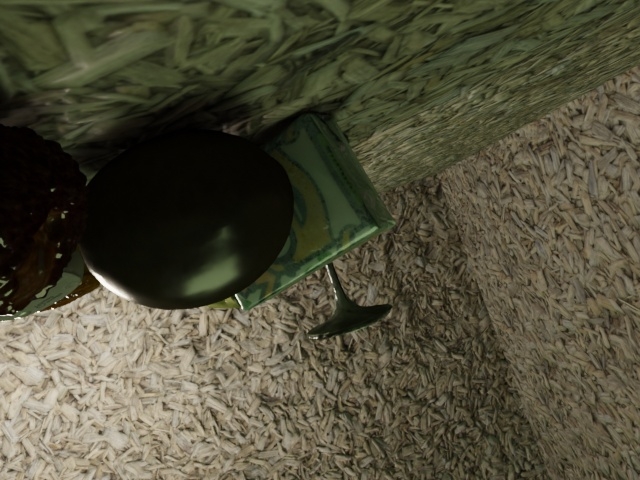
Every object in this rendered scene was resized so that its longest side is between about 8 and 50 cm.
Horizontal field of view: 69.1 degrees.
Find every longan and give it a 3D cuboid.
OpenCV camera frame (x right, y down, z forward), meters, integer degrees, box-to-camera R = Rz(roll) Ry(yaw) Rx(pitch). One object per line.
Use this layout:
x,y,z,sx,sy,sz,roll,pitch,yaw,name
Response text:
-0.183,-0.029,0.659,0.301,0.243,0.300,-6,-176,0,longan

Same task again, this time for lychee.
-0.327,-0.021,0.431,0.188,0.188,0.188,-20,178,-1,lychee

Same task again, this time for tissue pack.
-0.060,-0.046,0.832,0.311,0.227,0.128,-32,173,24,tissue pack

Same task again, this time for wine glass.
0.000,0.000,1.048,0.267,0.405,0.267,-17,179,0,wine glass

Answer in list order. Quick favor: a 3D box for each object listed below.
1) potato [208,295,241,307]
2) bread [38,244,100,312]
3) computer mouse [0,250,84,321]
-0.314,-0.004,1.079,0.280,0.212,0.330,3,148,21,potato
-0.588,0.072,0.970,0.254,0.142,0.227,-18,171,16,bread
-0.514,0.040,0.725,0.184,0.121,0.297,-35,170,-1,computer mouse
